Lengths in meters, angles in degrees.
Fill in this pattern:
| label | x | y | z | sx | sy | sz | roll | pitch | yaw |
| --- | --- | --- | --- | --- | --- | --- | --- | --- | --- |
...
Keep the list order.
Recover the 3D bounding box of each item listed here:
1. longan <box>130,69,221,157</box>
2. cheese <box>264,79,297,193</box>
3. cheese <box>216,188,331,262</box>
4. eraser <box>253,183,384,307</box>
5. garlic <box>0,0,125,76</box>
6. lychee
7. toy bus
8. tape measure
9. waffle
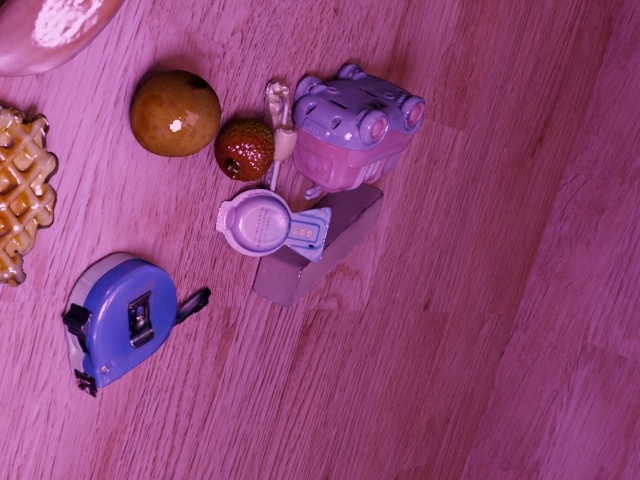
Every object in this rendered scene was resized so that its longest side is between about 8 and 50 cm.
| label | x | y | z | sx | sy | sz | roll | pitch | yaw |
| --- | --- | --- | --- | --- | --- | --- | --- | --- | --- |
| longan | -0.246 | -0.205 | 1.732 | 0.154 | 0.176 | 0.145 | 11 | 57 | -36 |
| cheese | -0.086 | -0.182 | 2.023 | 0.049 | 0.127 | 0.235 | -3 | 132 | -19 |
| cheese | -0.093 | -0.029 | 2.061 | 0.244 | 0.052 | 0.135 | 10 | 98 | -29 |
| eraser | 0.000 | 0.001 | 2.224 | 0.352 | 0.111 | 0.077 | -43 | 140 | -34 |
| garlic | -0.347 | -0.319 | 1.413 | 0.318 | 0.112 | 0.143 | -42 | 165 | 23 |
| lychee | -0.141 | -0.166 | 1.922 | 0.114 | 0.114 | 0.146 | 76 | 28 | -43 |
| toy bus | 0.067 | -0.215 | 2.139 | 0.294 | 0.197 | 0.232 | -27 | 139 | -47 |
| tape measure | -0.304 | 0.106 | 1.858 | 0.351 | 0.097 | 0.215 | -37 | 137 | -43 |
| waffle | -0.514 | -0.061 | 1.471 | 0.317 | 0.073 | 0.297 | 2 | 101 | -49 |
